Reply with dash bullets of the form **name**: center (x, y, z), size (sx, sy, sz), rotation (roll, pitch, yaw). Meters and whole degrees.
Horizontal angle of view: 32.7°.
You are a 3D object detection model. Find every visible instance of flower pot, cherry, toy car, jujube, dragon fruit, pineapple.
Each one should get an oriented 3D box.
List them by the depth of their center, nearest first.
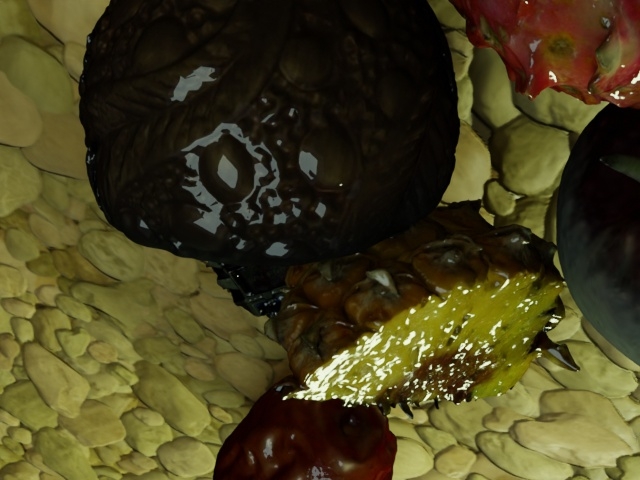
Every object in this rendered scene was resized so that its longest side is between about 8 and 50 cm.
- **dragon fruit**: center (0.202, -0.172, 0.645), size (0.268, 0.205, 0.210), rotation (5, 124, -30)
- **flower pot**: center (-0.040, -0.158, 0.727), size (0.266, 0.266, 0.267), rotation (7, 121, 17)
- **cherry**: center (0.288, 0.001, 0.735), size (0.296, 0.218, 0.255), rotation (36, 155, -30)
- **pineapple**: center (0.086, 0.024, 0.816), size (0.334, 0.158, 0.161), rotation (12, 121, -45)
- **toy car**: center (0.000, 0.000, 0.972), size (0.216, 0.063, 0.103), rotation (-20, 122, 23)
- **jujube**: center (-0.021, 0.240, 1.121), size (0.174, 0.174, 0.250), rotation (28, 138, -3)
